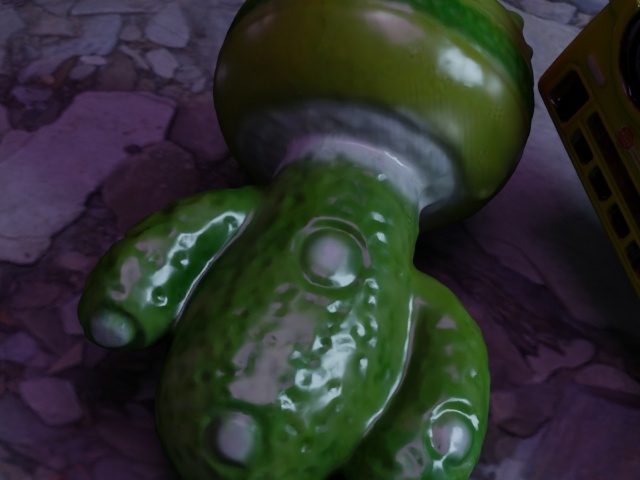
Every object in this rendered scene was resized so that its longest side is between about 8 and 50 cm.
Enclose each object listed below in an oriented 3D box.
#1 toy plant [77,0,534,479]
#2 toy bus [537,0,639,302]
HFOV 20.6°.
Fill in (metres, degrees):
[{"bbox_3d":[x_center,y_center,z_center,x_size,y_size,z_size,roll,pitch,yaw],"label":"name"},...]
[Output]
[{"bbox_3d":[0.000,0.000,0.960,0.224,0.184,0.316,19,57,-4],"label":"toy plant"},{"bbox_3d":[0.255,0.012,0.957,0.145,0.151,0.331,-10,68,-36],"label":"toy bus"}]
